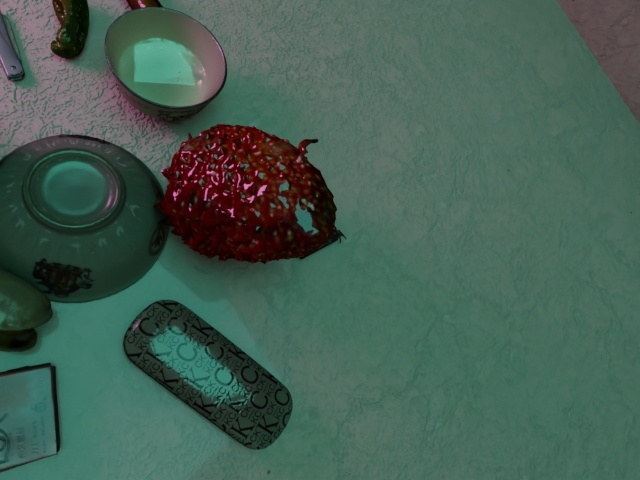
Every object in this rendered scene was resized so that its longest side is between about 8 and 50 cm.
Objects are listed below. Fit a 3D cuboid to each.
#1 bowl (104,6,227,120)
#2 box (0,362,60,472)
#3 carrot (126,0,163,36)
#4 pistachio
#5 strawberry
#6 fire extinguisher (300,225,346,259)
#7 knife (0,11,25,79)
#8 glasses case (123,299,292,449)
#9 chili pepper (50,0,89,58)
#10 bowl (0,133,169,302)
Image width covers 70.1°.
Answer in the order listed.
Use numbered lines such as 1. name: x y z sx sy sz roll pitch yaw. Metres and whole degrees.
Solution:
1. bowl: -0.328 -0.356 0.968 0.237 0.126 0.238 7 73 -23
2. box: -0.491 0.286 0.743 0.111 0.060 0.156 -7 77 -25
3. carrot: -0.414 -0.561 1.024 0.070 0.070 0.260 -30 86 -29
4. pistachio: -0.548 0.105 0.730 0.206 0.131 0.129 29 108 -17
5. strawberry: -0.117 -0.095 0.858 0.292 0.343 0.292 1 88 -58
6. fire extinguisher: 0.000 0.000 1.070 0.132 0.039 0.056 -28 97 -29
7. knife: -0.622 -0.391 0.898 0.044 0.023 0.162 -21 84 -33
8. glasses case: -0.207 0.255 0.869 0.354 0.085 0.137 42 61 -9
9. chili pepper: -0.520 -0.479 0.944 0.073 0.072 0.204 -2 77 -24
10. bowl: -0.435 -0.068 0.817 0.337 0.157 0.337 8 71 -24
